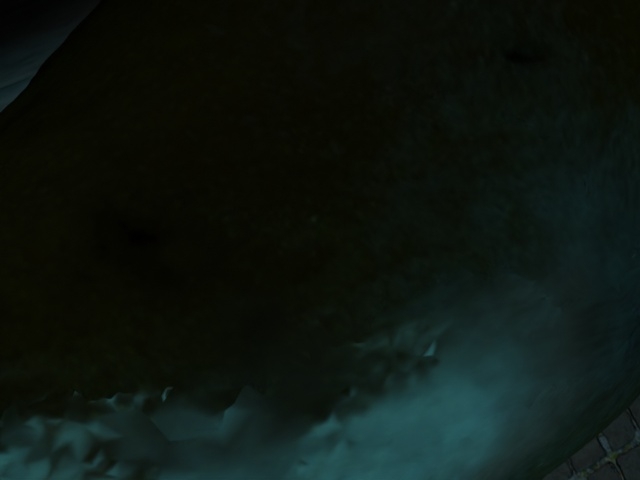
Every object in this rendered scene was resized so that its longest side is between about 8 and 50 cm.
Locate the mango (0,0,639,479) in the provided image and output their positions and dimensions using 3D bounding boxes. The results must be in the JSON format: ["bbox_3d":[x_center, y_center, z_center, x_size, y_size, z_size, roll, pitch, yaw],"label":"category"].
[{"bbox_3d":[0.000,0.000,0.480,0.316,0.192,0.146,-28,-145,-32],"label":"mango"}]
